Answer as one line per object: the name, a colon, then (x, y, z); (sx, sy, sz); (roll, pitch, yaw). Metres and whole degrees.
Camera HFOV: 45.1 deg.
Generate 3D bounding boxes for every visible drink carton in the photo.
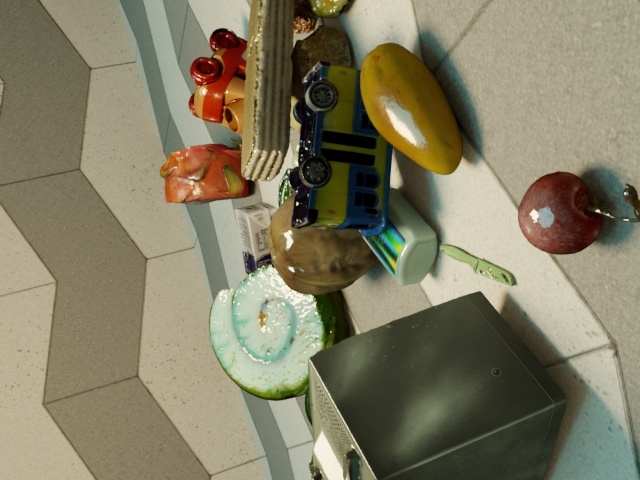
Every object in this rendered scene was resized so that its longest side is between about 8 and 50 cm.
drink carton: (-0.178, 0.007, 2.307); (0.134, 0.101, 0.223); (-152, 50, -67)

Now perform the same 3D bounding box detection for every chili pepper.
chili pepper: (-0.054, -0.043, 1.984); (0.122, 0.065, 0.279); (112, 143, -65)

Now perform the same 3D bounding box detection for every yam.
yam: (-0.015, -0.325, 1.599); (0.238, 0.129, 0.128); (123, 153, -62)

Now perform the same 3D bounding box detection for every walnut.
walnut: (-0.001, -0.002, 1.635); (0.248, 0.248, 0.249); (165, 90, -70)

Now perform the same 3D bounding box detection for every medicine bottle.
medicine bottle: (0.130, -0.028, 1.464); (0.229, 0.083, 0.121); (54, 144, 43)

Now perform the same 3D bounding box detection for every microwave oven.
microwave oven: (0.162, 0.351, 1.244); (0.432, 0.374, 0.236); (88, 156, -43)

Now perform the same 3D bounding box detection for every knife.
knife: (0.255, 0.040, 1.278); (0.207, 0.014, 0.030); (-150, 50, -62)

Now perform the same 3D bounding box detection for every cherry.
cherry: (0.316, -0.044, 0.940); (0.225, 0.090, 0.107); (141, 115, -69)

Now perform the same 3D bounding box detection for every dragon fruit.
dragon fruit: (-0.365, -0.212, 2.408); (0.290, 0.290, 0.190); (176, 86, -70)

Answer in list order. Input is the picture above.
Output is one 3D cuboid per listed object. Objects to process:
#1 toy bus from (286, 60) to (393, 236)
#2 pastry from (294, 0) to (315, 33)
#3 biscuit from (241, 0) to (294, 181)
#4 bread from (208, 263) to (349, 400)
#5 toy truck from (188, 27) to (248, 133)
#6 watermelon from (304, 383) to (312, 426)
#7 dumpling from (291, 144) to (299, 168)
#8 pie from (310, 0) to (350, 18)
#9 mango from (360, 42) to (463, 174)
toy bus: (0.039, -0.158, 1.381); (0.138, 0.175, 0.288); (168, 108, -74)
pastry: (-0.069, -0.503, 1.702); (0.169, 0.063, 0.087); (-133, 37, -55)
biscuit: (-0.101, -0.333, 1.508); (0.144, 0.078, 0.426); (126, 147, -63)
bread: (-0.112, 0.220, 1.981); (0.381, 0.129, 0.367); (22, 107, 24)
toy truck: (-0.216, -0.404, 2.043); (0.189, 0.239, 0.265); (110, -178, -57)
watermelon: (0.058, 0.392, 1.807); (0.188, 0.187, 0.215); (119, 136, -63)
dumpling: (-0.039, -0.193, 1.882); (0.052, 0.057, 0.076); (-10, -65, -75)
pie: (-0.012, -0.616, 1.452); (0.296, 0.078, 0.372); (137, 115, -69)
mango: (0.148, -0.208, 1.254); (0.253, 0.113, 0.138); (60, 148, 21)
